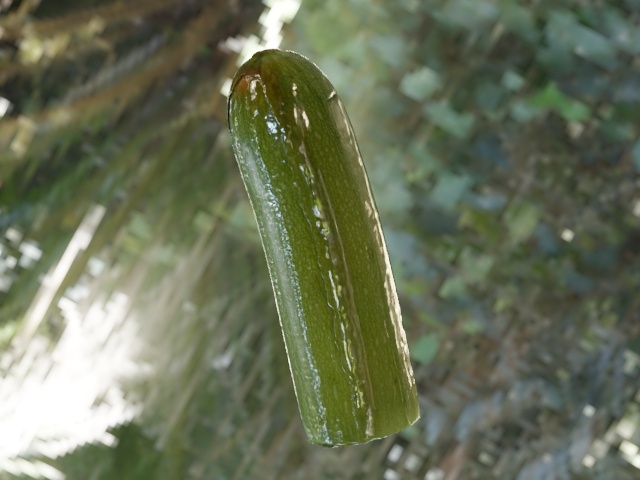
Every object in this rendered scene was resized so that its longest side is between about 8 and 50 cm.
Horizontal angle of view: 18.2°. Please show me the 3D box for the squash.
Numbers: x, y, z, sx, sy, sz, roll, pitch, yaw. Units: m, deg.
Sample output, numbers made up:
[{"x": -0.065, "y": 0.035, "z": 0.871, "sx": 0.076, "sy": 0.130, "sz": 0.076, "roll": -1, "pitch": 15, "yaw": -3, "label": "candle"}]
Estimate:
[{"x": 0.000, "y": 0.000, "z": 0.419, "sx": 0.027, "sy": 0.083, "sz": 0.027, "roll": -12, "pitch": -168, "yaw": 3, "label": "squash"}]
